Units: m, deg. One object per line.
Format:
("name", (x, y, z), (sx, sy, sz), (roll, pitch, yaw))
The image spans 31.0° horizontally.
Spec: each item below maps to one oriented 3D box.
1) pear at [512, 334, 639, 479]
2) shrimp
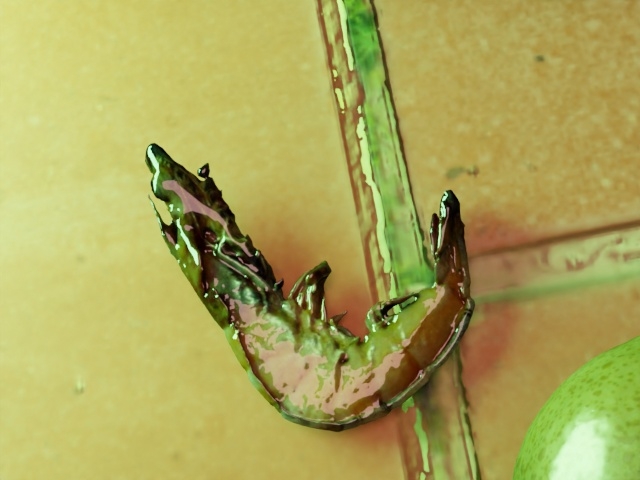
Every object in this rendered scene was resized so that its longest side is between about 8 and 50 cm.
("pear", (0.158, 0.123, 0.495), (0.137, 0.167, 0.167), (-33, 70, 8))
("shrimp", (0.000, -0.001, 0.623), (0.148, 0.035, 0.195), (-35, 77, -3))
